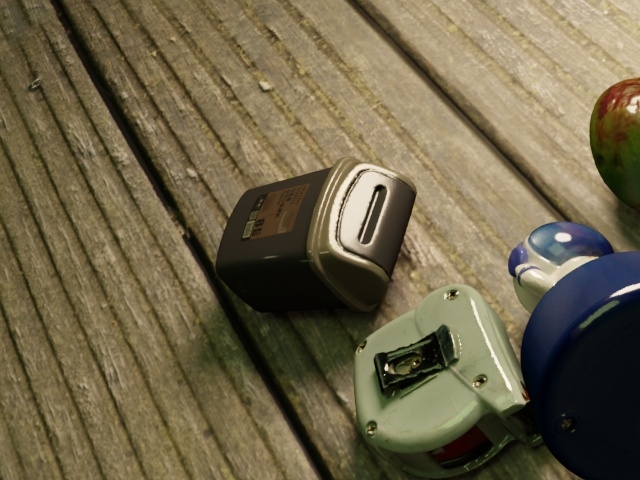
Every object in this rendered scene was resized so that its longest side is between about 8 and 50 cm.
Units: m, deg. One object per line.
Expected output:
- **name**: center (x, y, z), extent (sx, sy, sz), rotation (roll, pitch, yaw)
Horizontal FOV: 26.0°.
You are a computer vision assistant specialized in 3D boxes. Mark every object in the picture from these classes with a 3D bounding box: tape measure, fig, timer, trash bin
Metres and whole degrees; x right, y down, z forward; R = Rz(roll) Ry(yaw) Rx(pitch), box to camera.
- **tape measure**: center (0.160, 0.188, 1.815), extent (0.246, 0.125, 0.243), rotation (-31, 41, 11)
- **fig**: center (0.449, -0.134, 1.850), extent (0.181, 0.181, 0.191), rotation (5, 82, 40)
- **timer**: center (0.338, 0.092, 1.698), extent (0.270, 0.270, 0.383), rotation (-36, 27, 6)
- **trash bin**: center (0.000, 0.000, 2.071), extent (0.290, 0.182, 0.209), rotation (-9, 50, 40)
